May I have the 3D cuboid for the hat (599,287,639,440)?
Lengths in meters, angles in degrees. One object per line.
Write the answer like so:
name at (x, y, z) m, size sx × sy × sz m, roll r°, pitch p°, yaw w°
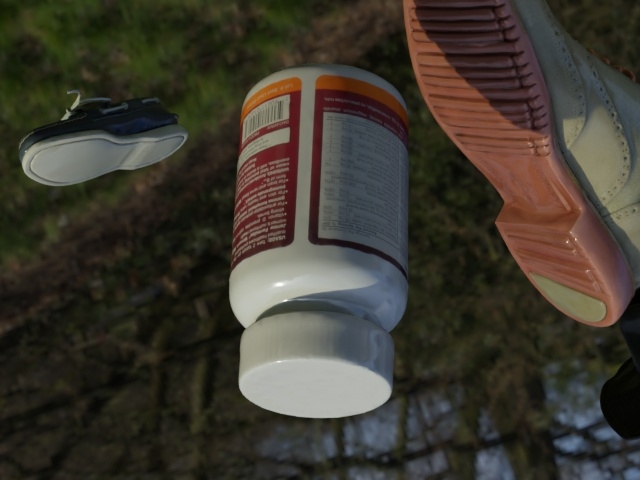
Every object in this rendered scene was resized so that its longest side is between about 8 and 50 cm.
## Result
hat at (0.481, 0.111, 1.895) m, size 0.331 × 0.134 × 0.331 m, roll -35°, pitch -166°, yaw 10°

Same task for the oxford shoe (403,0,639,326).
oxford shoe at (0.192, -0.118, 1.224) m, size 0.146 × 0.397 × 0.140 m, roll -41°, pitch -147°, yaw -22°

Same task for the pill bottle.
pill bottle at (0.000, 0.000, 0.988) m, size 0.121 × 0.221 × 0.121 m, roll 2°, pitch 152°, yaw 1°

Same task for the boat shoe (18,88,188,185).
boat shoe at (-0.263, -0.129, 1.722) m, size 0.254 × 0.079 × 0.095 m, roll -18°, pitch 158°, yaw -47°
